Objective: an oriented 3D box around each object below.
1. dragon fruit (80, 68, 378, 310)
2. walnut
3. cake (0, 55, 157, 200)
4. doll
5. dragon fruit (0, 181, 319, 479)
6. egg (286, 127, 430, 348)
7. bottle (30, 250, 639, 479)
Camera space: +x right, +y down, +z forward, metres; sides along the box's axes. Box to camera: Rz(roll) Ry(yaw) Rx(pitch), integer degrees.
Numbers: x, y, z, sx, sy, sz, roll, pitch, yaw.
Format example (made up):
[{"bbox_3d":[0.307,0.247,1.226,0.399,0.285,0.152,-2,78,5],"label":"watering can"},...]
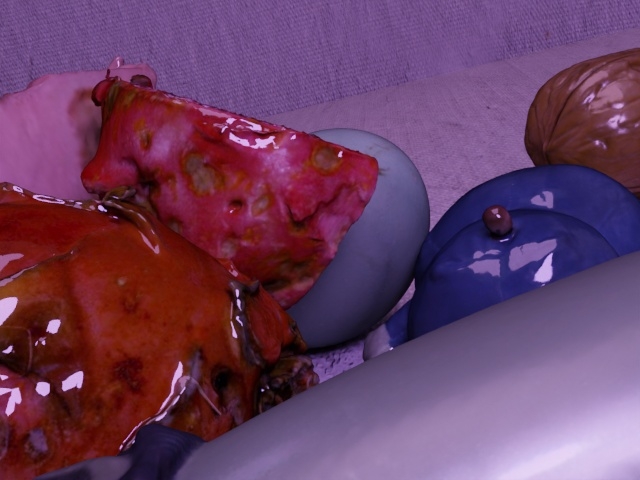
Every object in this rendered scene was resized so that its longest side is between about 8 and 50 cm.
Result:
[{"bbox_3d":[-0.100,-0.009,0.678,0.134,0.211,0.262,4,9,-38],"label":"dragon fruit"},{"bbox_3d":[0.321,-0.122,1.012,0.207,0.167,0.167,-18,15,-21],"label":"walnut"},{"bbox_3d":[-0.277,0.009,0.844,0.314,0.293,0.307,-13,11,31],"label":"cake"},{"bbox_3d":[0.144,0.033,0.662,0.228,0.154,0.258,-13,7,19],"label":"doll"},{"bbox_3d":[-0.164,0.093,0.529,0.315,0.250,0.250,-28,20,-37],"label":"dragon fruit"},{"bbox_3d":[0.000,0.000,0.793,0.168,0.168,0.231,-26,-13,-39],"label":"egg"},{"bbox_3d":[0.019,0.129,0.349,0.347,0.168,0.168,-19,15,-8],"label":"bottle"}]
